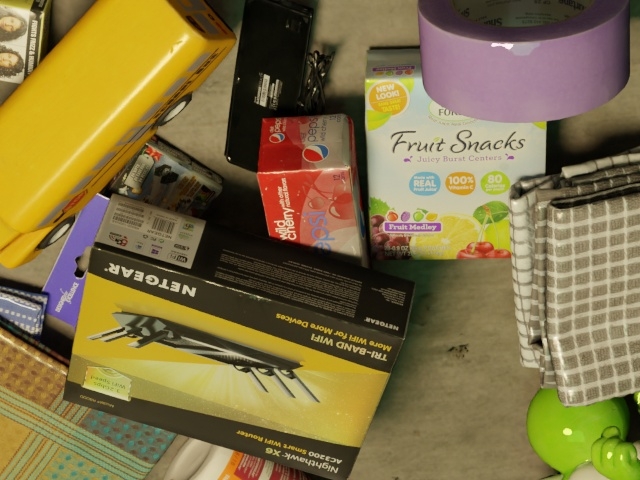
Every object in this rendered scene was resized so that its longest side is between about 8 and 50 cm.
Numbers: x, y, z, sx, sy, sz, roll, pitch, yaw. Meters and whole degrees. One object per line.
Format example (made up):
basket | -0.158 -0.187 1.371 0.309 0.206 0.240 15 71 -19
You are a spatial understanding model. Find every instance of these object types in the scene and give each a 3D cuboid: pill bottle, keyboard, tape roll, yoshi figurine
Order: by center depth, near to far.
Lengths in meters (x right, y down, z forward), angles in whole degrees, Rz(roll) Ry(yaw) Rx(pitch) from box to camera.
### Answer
tape roll | 0.183 -0.183 1.619 0.189 0.189 0.080 -3 122 6
keyboard | -0.035 -0.148 1.758 0.100 0.038 0.192 23 126 18
yoshi figurine | 0.339 0.197 1.824 0.203 0.203 0.362 33 144 -33
pill bottle | -0.058 0.301 1.982 0.221 0.121 0.121 39 117 -18

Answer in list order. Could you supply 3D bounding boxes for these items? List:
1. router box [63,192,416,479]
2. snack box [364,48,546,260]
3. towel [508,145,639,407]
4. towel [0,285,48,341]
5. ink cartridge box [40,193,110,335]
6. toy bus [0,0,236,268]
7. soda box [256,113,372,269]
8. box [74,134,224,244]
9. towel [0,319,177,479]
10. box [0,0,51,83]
router box | -0.086 0.101 1.780 0.308 0.081 0.243 16 136 -1
snack box | 0.131 -0.083 1.756 0.174 0.070 0.207 -2 121 4
towel | 0.329 0.026 1.743 0.283 0.121 0.235 -12 124 -9
towel | -0.437 0.163 1.972 0.243 0.040 0.336 15 123 -3
ink cartridge box | -0.178 0.063 1.859 0.208 0.045 0.206 24 135 -7
toy bus | -0.228 -0.112 1.703 0.332 0.130 0.108 -44 85 19
soda box | 0.000 0.000 1.782 0.092 0.083 0.263 -3 133 6
box | -0.174 -0.035 1.834 0.094 0.027 0.137 32 119 -18
towel | -0.356 0.258 1.977 0.271 0.040 0.370 31 119 -13
box | -0.375 -0.214 1.718 0.232 0.058 0.087 11 123 -3
